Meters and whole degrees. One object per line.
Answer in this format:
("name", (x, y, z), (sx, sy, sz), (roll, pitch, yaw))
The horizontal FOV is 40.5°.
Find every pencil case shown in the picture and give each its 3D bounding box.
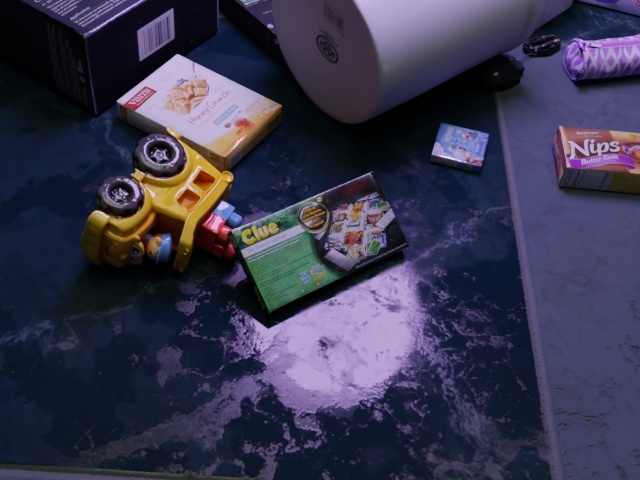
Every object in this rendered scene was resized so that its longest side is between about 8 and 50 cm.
("pencil case", (0.579, -0.366, 1.701), (0.206, 0.088, 0.086), (-9, 53, -14))

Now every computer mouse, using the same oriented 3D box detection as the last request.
("computer mouse", (0.395, -0.362, 1.710), (0.071, 0.041, 0.242), (39, 56, 26))

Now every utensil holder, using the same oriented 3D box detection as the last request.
("utensil holder", (0.151, -0.422, 1.558), (0.385, 0.328, 0.327), (-32, 59, -24))

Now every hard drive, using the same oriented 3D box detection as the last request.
("hard drive", (-0.077, -0.500, 1.768), (0.237, 0.064, 0.339), (-30, 59, -28))

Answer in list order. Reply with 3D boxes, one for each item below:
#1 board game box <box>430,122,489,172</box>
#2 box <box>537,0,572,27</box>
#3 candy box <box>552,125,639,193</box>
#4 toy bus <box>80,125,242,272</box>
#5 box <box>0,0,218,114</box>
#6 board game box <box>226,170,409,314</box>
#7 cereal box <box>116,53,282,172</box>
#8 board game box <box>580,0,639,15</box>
("board game box", (0.248, -0.165, 1.540), (0.090, 0.020, 0.090), (14, 50, 8))
("box", (0.445, -0.551, 1.784), (0.182, 0.181, 0.119), (-36, 60, -30))
("candy box", (0.509, -0.141, 1.524), (0.186, 0.053, 0.109), (7, 49, -2))
("toy bus", (-0.222, -0.028, 1.312), (0.211, 0.149, 0.220), (33, 55, 2))
("box", (-0.415, -0.447, 1.613), (0.312, 0.179, 0.343), (32, 53, 19))
("board game box", (0.000, 0.000, 1.328), (0.259, 0.030, 0.136), (-23, 89, -24))
("cereal box", (-0.212, -0.228, 1.530), (0.240, 0.047, 0.173), (28, 52, 18))
("board game box", (0.753, -0.605, 1.937), (0.318, 0.066, 0.319), (17, 50, 9))
